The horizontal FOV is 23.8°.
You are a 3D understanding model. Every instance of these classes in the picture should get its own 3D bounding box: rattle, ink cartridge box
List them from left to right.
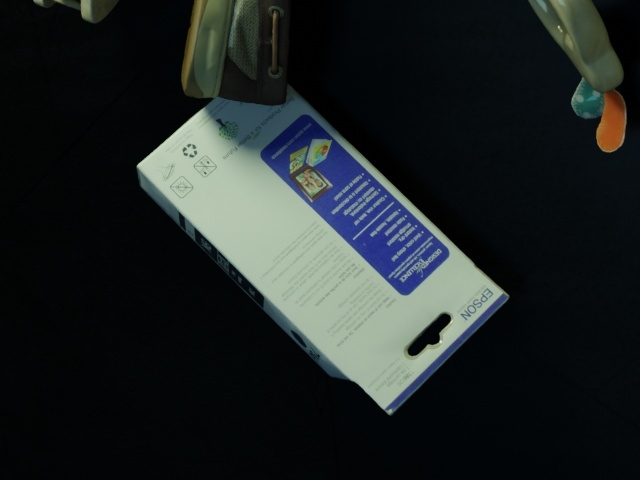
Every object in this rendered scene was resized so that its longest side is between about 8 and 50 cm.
[{"bbox_3d":[0.000,0.000,1.416,0.333,0.165,0.065,45,165,12],"label":"ink cartridge box"},{"bbox_3d":[0.238,-0.191,1.222,0.200,0.143,0.130,53,168,-18],"label":"rattle"}]

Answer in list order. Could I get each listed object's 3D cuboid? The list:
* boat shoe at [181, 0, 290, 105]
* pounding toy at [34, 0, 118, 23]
[{"bbox_3d":[-0.033,-0.278,1.344,0.123,0.123,0.342,12,111,-8],"label":"boat shoe"},{"bbox_3d":[-0.210,-0.328,1.403,0.155,0.154,0.269,22,130,28],"label":"pounding toy"}]
